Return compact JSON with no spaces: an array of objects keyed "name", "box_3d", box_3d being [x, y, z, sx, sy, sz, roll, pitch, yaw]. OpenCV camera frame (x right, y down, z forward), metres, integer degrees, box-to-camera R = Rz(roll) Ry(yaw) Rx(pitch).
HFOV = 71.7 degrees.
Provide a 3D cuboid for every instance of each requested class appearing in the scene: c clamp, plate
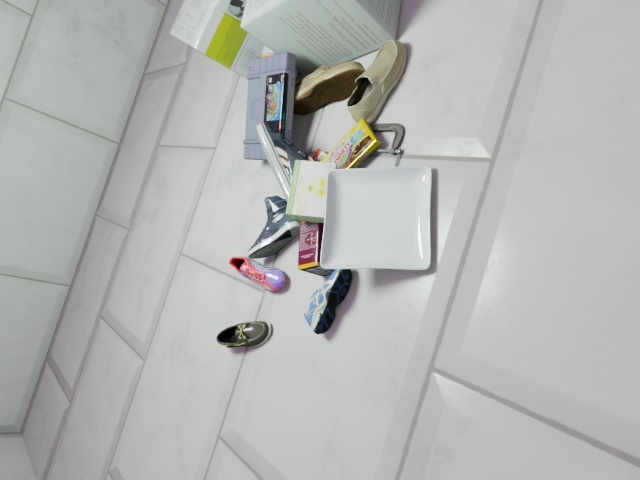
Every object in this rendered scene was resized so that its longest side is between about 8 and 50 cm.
[{"name":"c clamp","box_3d":[0.176,-0.277,1.275,0.160,0.022,0.137,24,93,47]},{"name":"plate","box_3d":[0.145,-0.056,1.145,0.278,0.045,0.277,-1,73,17]}]

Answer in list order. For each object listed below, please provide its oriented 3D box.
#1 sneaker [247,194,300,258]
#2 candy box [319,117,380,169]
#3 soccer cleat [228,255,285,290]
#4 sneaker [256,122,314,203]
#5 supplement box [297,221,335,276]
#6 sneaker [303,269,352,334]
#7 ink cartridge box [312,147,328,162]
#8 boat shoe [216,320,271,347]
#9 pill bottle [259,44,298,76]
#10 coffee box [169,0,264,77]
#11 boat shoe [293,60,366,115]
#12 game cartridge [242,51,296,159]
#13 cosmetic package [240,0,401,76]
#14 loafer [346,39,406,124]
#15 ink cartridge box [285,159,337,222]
[{"name":"sneaker","box_3d":[-0.170,-0.050,1.486,0.226,0.086,0.163,-34,62,22]},{"name":"candy box","box_3d":[0.080,-0.257,1.326,0.206,0.027,0.105,-43,51,26]},{"name":"soccer cleat","box_3d":[-0.212,0.107,1.473,0.248,0.095,0.083,20,90,48]},{"name":"sneaker","box_3d":[-0.095,-0.245,1.421,0.127,0.126,0.321,-25,81,-7]},{"name":"supplement box","box_3d":[0.000,0.000,1.291,0.080,0.104,0.188,-15,65,41]},{"name":"sneaker","box_3d":[0.015,0.153,1.237,0.081,0.080,0.211,34,99,43]},{"name":"ink cartridge box","box_3d":[-0.001,-0.259,1.443,0.063,0.029,0.115,-58,45,14]},{"name":"boat shoe","box_3d":[-0.255,0.312,1.460,0.227,0.068,0.081,-25,59,38]},{"name":"pill bottle","box_3d":[-0.127,-0.759,1.668,0.152,0.152,0.272,7,80,47]},{"name":"coffee box","box_3d":[-0.350,-0.887,1.807,0.337,0.334,0.338,45,110,43]},{"name":"boat shoe","box_3d":[0.011,-0.524,1.463,0.341,0.121,0.110,-8,70,45]},{"name":"game cartridge","box_3d":[-0.183,-0.460,1.553,0.230,0.068,0.355,14,102,50]},{"name":"cosmetic package","box_3d":[0.012,-0.796,1.413,0.393,0.327,0.329,-2,74,44]},{"name":"loafer","box_3d":[0.163,-0.474,1.310,0.102,0.092,0.269,29,97,47]},{"name":"ink cartridge box","box_3d":[0.034,-0.130,1.238,0.235,0.056,0.171,6,72,9]}]
